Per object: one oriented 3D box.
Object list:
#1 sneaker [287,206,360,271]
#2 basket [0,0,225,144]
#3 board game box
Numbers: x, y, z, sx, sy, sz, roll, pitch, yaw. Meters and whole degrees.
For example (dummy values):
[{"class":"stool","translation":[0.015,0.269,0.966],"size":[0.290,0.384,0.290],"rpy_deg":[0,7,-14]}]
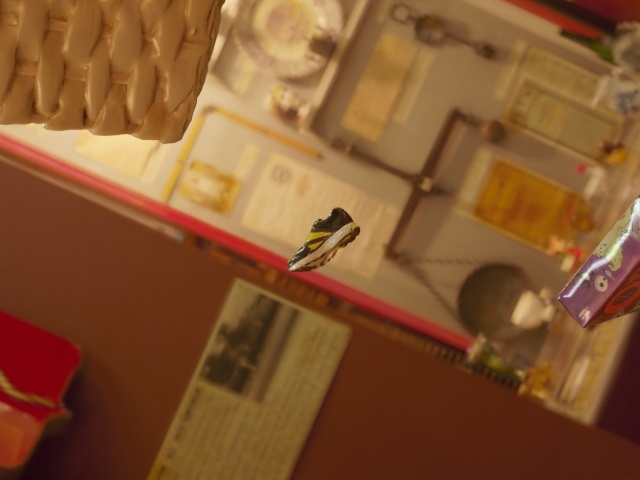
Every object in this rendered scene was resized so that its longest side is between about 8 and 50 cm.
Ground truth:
[{"class":"sneaker","translation":[0.000,0.000,1.182],"size":[0.083,0.035,0.031],"rpy_deg":[-35,-21,20]},{"class":"basket","translation":[-0.207,-0.269,0.753],"size":[0.266,0.328,0.331],"rpy_deg":[-111,32,-50]},{"class":"board game box","translation":[0.371,-0.063,1.101],"size":[0.056,0.208,0.347],"rpy_deg":[59,138,29]}]
